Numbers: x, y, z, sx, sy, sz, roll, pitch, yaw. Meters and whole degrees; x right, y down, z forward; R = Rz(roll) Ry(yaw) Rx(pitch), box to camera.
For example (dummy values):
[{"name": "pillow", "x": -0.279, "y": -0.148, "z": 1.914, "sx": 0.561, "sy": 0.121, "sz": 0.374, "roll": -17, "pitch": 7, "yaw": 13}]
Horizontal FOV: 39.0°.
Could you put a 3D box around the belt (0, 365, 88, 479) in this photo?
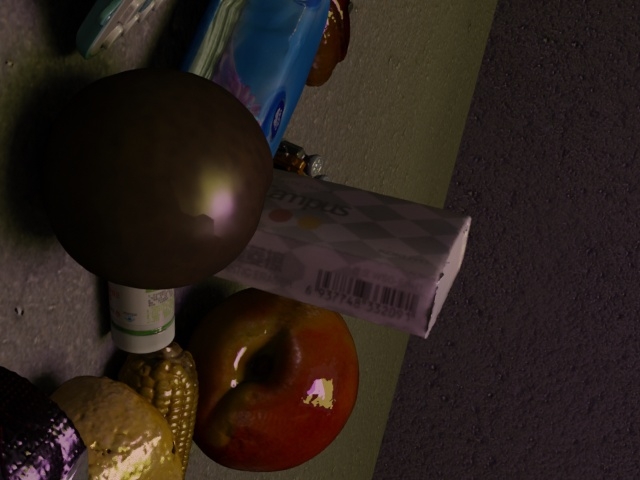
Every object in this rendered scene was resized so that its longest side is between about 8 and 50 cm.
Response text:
[{"name": "belt", "x": -0.327, "y": 0.256, "z": 0.908, "sx": 0.164, "sy": 0.184, "sz": 0.289, "roll": -59, "pitch": 161, "yaw": -53}]

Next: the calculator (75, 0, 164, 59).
[{"name": "calculator", "x": -0.140, "y": -0.336, "z": 0.995, "sx": 0.256, "sy": 0.054, "sz": 0.386, "roll": -36, "pitch": -162, "yaw": 45}]

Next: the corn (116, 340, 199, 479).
[{"name": "corn", "x": -0.246, "y": 0.304, "z": 1.285, "sx": 0.120, "sy": 0.121, "sz": 0.363, "roll": -31, "pitch": 136, "yaw": -65}]

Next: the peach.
[{"name": "peach", "x": -0.082, "y": 0.219, "z": 1.453, "sx": 0.332, "sy": 0.308, "sz": 0.307, "roll": 97, "pitch": 10, "yaw": -80}]

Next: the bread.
[{"name": "bread", "x": -0.268, "y": 0.262, "z": 1.082, "sx": 0.170, "sy": 0.197, "sz": 0.197, "roll": -43, "pitch": 144, "yaw": -46}]

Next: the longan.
[{"name": "longan", "x": -0.174, "y": -0.069, "z": 0.993, "sx": 0.258, "sy": 0.258, "sz": 0.258, "roll": 15, "pitch": 90, "yaw": -72}]

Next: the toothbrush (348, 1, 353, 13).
[{"name": "toothbrush", "x": -0.011, "y": -0.360, "z": 1.601, "sx": 0.297, "sy": 0.031, "sz": 0.030, "roll": -54, "pitch": 161, "yaw": -45}]

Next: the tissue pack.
[{"name": "tissue pack", "x": -0.092, "y": -0.236, "z": 1.218, "sx": 0.198, "sy": 0.146, "sz": 0.263, "roll": 102, "pitch": 10, "yaw": -72}]

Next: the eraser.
[{"name": "eraser", "x": 0.000, "y": 0.001, "z": 1.320, "sx": 0.213, "sy": 0.397, "sz": 0.082, "roll": -53, "pitch": 152, "yaw": -50}]

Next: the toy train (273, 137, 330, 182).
[{"name": "toy train", "x": -0.056, "y": -0.093, "z": 1.584, "sx": 0.127, "sy": 0.089, "sz": 0.219, "roll": -59, "pitch": 159, "yaw": -16}]

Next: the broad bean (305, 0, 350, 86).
[{"name": "broad bean", "x": -0.011, "y": -0.361, "z": 1.456, "sx": 0.156, "sy": 0.122, "sz": 0.228, "roll": -76, "pitch": 174, "yaw": -52}]

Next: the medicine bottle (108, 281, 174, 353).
[{"name": "medicine bottle", "x": -0.232, "y": 0.048, "z": 1.170, "sx": 0.086, "sy": 0.086, "sz": 0.183, "roll": -47, "pitch": 147, "yaw": -55}]
